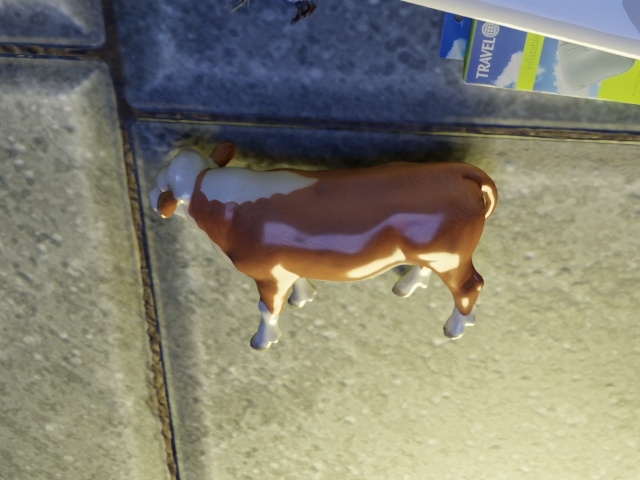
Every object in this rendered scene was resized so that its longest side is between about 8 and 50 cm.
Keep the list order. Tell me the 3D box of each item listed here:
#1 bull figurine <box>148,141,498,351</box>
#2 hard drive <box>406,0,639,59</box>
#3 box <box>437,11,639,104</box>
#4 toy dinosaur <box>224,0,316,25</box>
[{"bbox_3d":[0.000,0.000,0.944,0.310,0.101,0.188,-1,131,11],"label":"bull figurine"},{"bbox_3d":[0.212,-0.247,0.727,0.353,0.047,0.233,14,114,-2],"label":"hard drive"},{"bbox_3d":[0.185,-0.168,0.824,0.178,0.042,0.109,7,128,2],"label":"box"},{"bbox_3d":[-0.040,-0.206,0.840,0.090,0.047,0.082,-43,106,-4],"label":"toy dinosaur"}]
